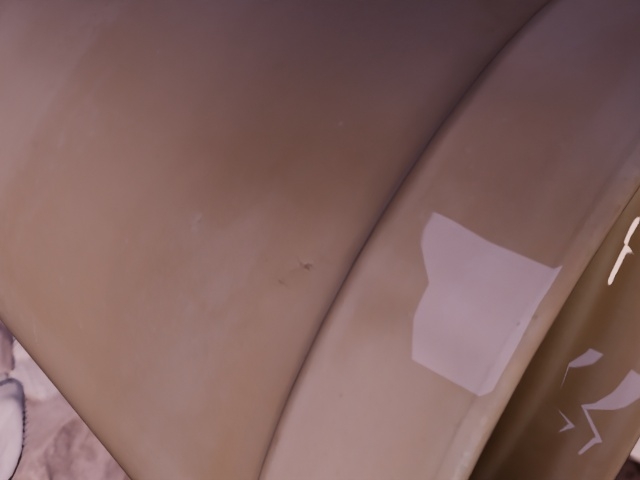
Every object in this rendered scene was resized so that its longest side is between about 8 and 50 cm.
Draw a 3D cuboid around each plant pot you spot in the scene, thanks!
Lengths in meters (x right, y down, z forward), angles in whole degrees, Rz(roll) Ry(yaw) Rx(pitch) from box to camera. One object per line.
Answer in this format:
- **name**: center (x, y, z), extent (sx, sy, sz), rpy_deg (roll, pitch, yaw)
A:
- **plant pot**: center (0.000, 0.000, 0.579), extent (0.280, 0.323, 0.323), rpy_deg (28, 84, 22)
